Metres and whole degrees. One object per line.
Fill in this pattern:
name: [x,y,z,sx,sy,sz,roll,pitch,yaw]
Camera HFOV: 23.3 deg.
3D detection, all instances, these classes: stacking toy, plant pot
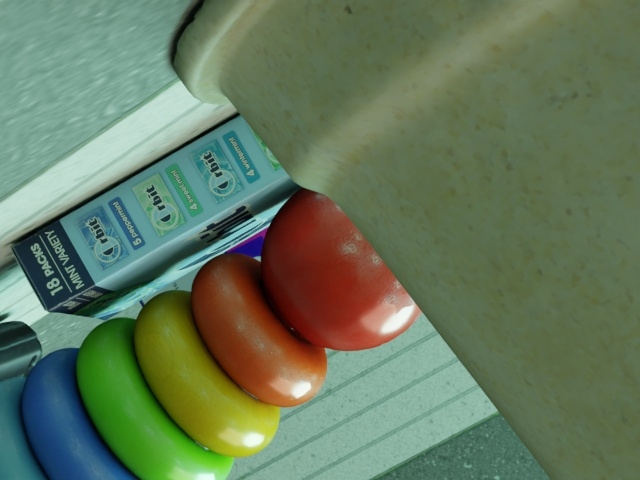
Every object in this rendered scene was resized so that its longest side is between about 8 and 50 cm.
stacking toy: [-0.077,0.084,0.819,0.330,0.141,0.141,-36,175,12]
plant pot: [0.165,-0.015,0.575,0.333,0.305,0.334,-30,177,-2]

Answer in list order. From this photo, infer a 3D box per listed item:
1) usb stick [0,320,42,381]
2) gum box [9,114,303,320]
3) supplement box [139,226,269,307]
usb stick: [-0.243,0.090,0.873,0.077,0.045,0.278,-38,174,16]
gum box: [-0.057,-0.021,0.817,0.184,0.041,0.157,-31,176,0]
supplement box: [0.000,0.000,1.012,0.220,0.111,0.114,-28,175,-35]
